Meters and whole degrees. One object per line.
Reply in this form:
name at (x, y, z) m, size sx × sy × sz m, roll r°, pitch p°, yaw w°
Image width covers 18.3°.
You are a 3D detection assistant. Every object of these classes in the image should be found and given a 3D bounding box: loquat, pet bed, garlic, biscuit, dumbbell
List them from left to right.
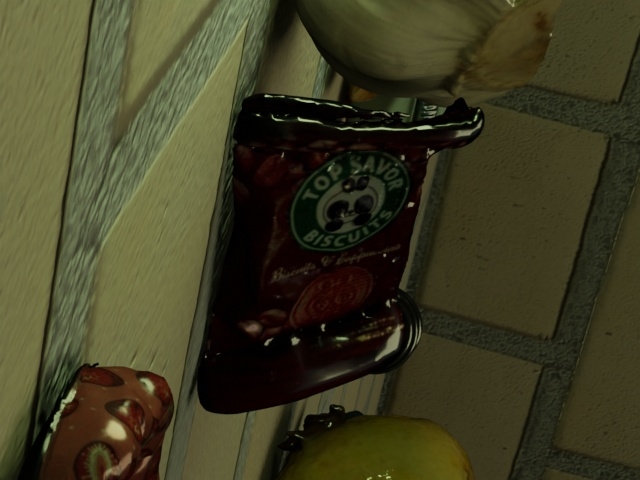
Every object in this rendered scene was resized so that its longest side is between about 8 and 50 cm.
pet bed at (-0.106, 0.146, 0.838) m, size 0.201 × 0.053 × 0.201 m, roll 11°, pitch 90°, yaw -89°
biscuit at (0.006, 0.000, 1.203) m, size 0.063 × 0.151 × 0.235 m, roll 56°, pitch -34°, yaw 37°
loquat at (0.048, 0.270, 1.942) m, size 0.244 × 0.243 × 0.244 m, roll 15°, pitch 90°, yaw -85°
dumbbell at (0.063, 0.097, 2.223) m, size 0.208 × 0.099 × 0.099 m, roll -16°, pitch 120°, yaw -84°
garlic at (0.048, -0.164, 1.182) m, size 0.229 × 0.142 × 0.178 m, roll 78°, pitch -14°, yaw -63°

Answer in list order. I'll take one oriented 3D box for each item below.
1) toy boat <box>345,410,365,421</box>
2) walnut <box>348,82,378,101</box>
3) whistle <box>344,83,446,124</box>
toy boat at (0.001, 0.320, 2.101) m, size 0.122 × 0.114 × 0.296 m, roll 75°, pitch 30°, yaw -66°
walnut at (0.095, -0.190, 1.531) m, size 0.211 × 0.087 × 0.167 m, roll -27°, pitch 174°, yaw -17°
whistle at (0.074, -0.131, 1.678) m, size 0.106 × 0.101 × 0.253 m, roll -72°, pitch 172°, yaw -62°
